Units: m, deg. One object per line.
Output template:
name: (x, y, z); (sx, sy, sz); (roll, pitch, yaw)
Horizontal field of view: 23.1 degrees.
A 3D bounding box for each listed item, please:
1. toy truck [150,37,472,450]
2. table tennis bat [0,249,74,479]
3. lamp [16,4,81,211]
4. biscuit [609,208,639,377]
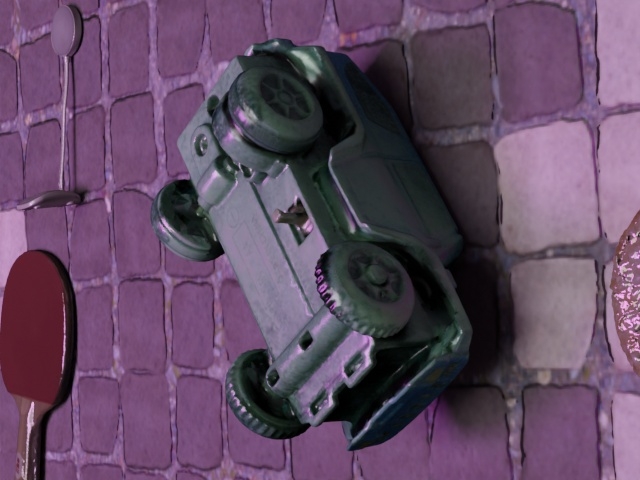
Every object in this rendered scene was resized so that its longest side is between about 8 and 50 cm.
toy truck: (0.000, 0.000, 1.074); (0.155, 0.156, 0.278); (-51, 54, 39)
table tennis bat: (-0.283, 0.132, 1.548); (0.138, 0.022, 0.246); (11, 98, 52)
lamp: (-0.254, -0.125, 1.479); (0.050, 0.056, 0.198); (-4, 84, 54)
biscuit: (0.227, 0.032, 0.899); (0.152, 0.020, 0.152); (1, 92, 50)
